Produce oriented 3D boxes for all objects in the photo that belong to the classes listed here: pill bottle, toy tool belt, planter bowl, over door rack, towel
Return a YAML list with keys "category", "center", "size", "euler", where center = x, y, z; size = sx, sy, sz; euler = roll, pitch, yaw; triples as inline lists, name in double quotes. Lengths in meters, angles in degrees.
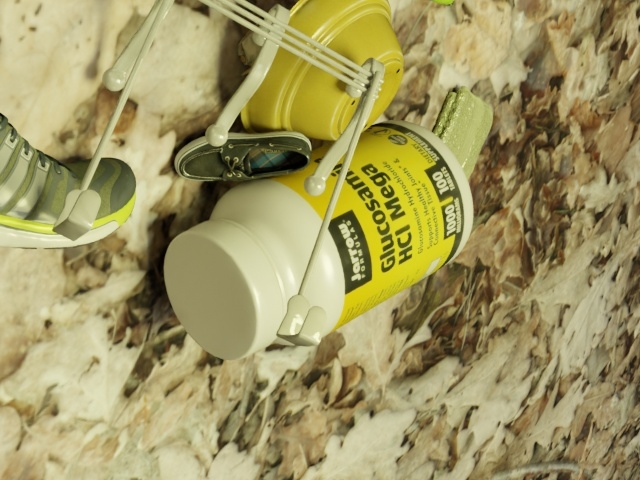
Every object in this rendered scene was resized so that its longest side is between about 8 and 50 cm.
- category: "pill bottle"
  center: [0.000, 0.000, 1.356]
  size: [0.334, 0.188, 0.187]
  euler: [-28, 130, -41]
- category: "toy tool belt"
  center: [-0.049, -0.205, 1.302]
  size: [0.083, 0.052, 0.051]
  euler: [-38, 166, -29]
- category: "planter bowl"
  center: [0.023, -0.172, 1.309]
  size: [0.217, 0.090, 0.217]
  euler: [-44, 160, -20]
- category: "over door rack"
  center: [-0.088, -0.080, 1.120]
  size: [0.240, 0.108, 0.324]
  euler: [27, 56, -18]
- category: "towel"
  center: [0.180, -0.124, 1.653]
  size: [0.110, 0.027, 0.148]
  euler: [22, 92, -54]

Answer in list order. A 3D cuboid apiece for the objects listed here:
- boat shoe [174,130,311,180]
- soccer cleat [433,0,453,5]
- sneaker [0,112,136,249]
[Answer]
- category: "boat shoe"
  center: [-0.078, -0.084, 1.272]
  size: [0.142, 0.040, 0.049]
  euler: [-9, 121, -5]
- category: "soccer cleat"
  center: [0.193, -0.339, 1.450]
  size: [0.179, 0.060, 0.072]
  euler: [-30, 141, 20]
- category: "sneaker"
  center: [-0.271, -0.059, 1.052]
  size: [0.300, 0.111, 0.121]
  euler: [-8, 112, -52]
